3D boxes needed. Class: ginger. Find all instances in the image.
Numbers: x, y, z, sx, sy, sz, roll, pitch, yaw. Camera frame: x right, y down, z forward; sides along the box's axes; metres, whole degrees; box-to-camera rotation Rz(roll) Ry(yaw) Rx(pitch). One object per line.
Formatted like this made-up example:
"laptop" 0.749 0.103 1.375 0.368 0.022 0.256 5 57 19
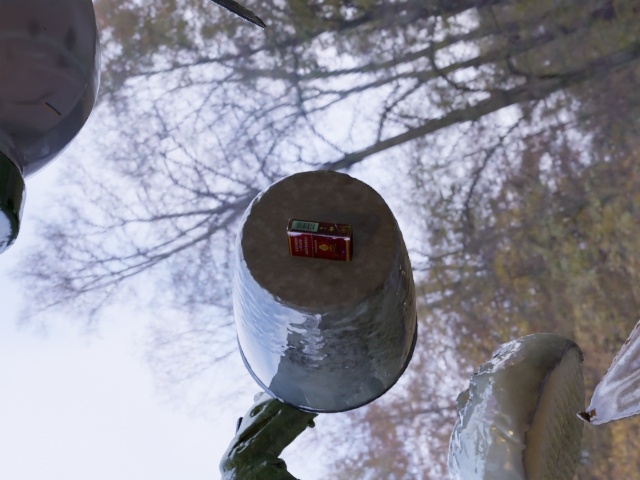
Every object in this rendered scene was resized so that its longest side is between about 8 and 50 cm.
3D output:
"ginger" -0.082 0.340 1.436 0.089 0.137 0.290 62 -146 -37

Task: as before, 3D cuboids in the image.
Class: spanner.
"spanner" -0.197 -0.464 1.789 0.093 0.026 0.325 54 -159 23

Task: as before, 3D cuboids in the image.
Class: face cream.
"face cream" -0.391 -0.174 0.964 0.219 0.312 0.357 99 172 -62

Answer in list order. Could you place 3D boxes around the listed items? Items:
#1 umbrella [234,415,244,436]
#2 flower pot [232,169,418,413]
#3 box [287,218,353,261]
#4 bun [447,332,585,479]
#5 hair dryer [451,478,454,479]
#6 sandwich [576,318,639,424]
"umbrella" -0.160 0.416 1.854 0.036 0.031 0.133 13 -125 -14
"flower pot" -0.002 0.067 1.360 0.330 0.293 0.293 80 -172 -62
"box" 0.000 0.000 1.180 0.051 0.082 0.023 85 -167 -52
"bun" 0.255 0.248 1.218 0.287 0.146 0.287 -20 -66 -55
"hair dryer" 0.221 0.503 1.731 0.359 0.304 0.120 -73 -19 -50
"sandwich" 0.187 0.038 0.328 0.079 0.163 0.113 0 -144 -43
